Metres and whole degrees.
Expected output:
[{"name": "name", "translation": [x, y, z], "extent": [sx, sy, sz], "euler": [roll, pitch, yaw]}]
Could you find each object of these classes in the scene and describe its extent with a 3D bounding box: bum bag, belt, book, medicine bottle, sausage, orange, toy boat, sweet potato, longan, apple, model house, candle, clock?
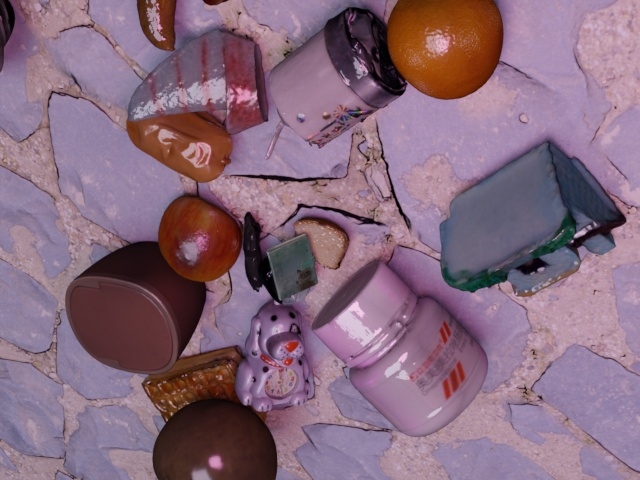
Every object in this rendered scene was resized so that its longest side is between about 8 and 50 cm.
[{"name": "bum bag", "translation": [-0.151, 0.031, 1.714], "extent": [0.049, 0.087, 0.197], "euler": [-8, 123, -11]}, {"name": "belt", "translation": [-0.079, 0.083, 1.698], "extent": [0.105, 0.058, 0.140], "euler": [-32, 128, -7]}, {"name": "book", "translation": [-0.057, 0.058, 1.646], "extent": [0.103, 0.017, 0.135], "euler": [-23, 126, -16]}, {"name": "medicine bottle", "translation": [0.165, 0.224, 1.598], "extent": [0.325, 0.256, 0.256], "euler": [46, 125, -6]}, {"name": "sausage", "translation": [-0.293, -0.218, 1.582], "extent": [0.241, 0.120, 0.136], "euler": [35, 119, 2]}, {"name": "orange", "translation": [0.212, -0.339, 1.276], "extent": [0.206, 0.206, 0.206], "euler": [10, 123, 15]}, {"name": "toy boat", "translation": [-0.253, -0.303, 1.493], "extent": [0.282, 0.096, 0.206], "euler": [-6, 104, 9]}, {"name": "sweet potato", "translation": [-0.303, -0.531, 1.405], "extent": [0.092, 0.114, 0.341], "euler": [-3, 130, -10]}, {"name": "longan", "translation": [-0.252, 0.538, 1.810], "extent": [0.319, 0.319, 0.319], "euler": [10, 123, 15]}, {"name": "apple", "translation": [-0.273, -0.005, 1.700], "extent": [0.195, 0.160, 0.173], "euler": [29, 104, -5]}, {"name": "model house", "translation": [0.407, 0.009, 1.422], "extent": [0.249, 0.230, 0.280], "euler": [32, 132, -31]}, {"name": "candle", "translation": [0.000, -0.274, 1.398], "extent": [0.330, 0.187, 0.187], "euler": [-30, 106, 33]}, {"name": "clock", "translation": [-0.103, 0.257, 1.788], "extent": [0.189, 0.189, 0.254], "euler": [15, 117, 12]}]

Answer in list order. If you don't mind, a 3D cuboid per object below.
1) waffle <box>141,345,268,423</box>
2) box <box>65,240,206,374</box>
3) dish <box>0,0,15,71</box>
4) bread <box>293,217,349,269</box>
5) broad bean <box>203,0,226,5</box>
[{"name": "waffle", "translation": [-0.303, 0.403, 1.988], "extent": [0.308, 0.091, 0.213], "euler": [-16, 112, 27]}, {"name": "box", "translation": [-0.427, 0.148, 1.803], "extent": [0.301, 0.216, 0.301], "euler": [8, 122, 14]}, {"name": "dish", "translation": [-0.715, -0.471, 1.588], "extent": [0.273, 0.134, 0.273], "euler": [38, 143, 36]}, {"name": "bread", "translation": [0.000, 0.000, 1.655], "extent": [0.129, 0.044, 0.126], "euler": [19, 132, 5]}, {"name": "broad bean", "translation": [-0.200, -0.522, 1.385], "extent": [0.114, 0.084, 0.165], "euler": [-16, 109, 18]}]
